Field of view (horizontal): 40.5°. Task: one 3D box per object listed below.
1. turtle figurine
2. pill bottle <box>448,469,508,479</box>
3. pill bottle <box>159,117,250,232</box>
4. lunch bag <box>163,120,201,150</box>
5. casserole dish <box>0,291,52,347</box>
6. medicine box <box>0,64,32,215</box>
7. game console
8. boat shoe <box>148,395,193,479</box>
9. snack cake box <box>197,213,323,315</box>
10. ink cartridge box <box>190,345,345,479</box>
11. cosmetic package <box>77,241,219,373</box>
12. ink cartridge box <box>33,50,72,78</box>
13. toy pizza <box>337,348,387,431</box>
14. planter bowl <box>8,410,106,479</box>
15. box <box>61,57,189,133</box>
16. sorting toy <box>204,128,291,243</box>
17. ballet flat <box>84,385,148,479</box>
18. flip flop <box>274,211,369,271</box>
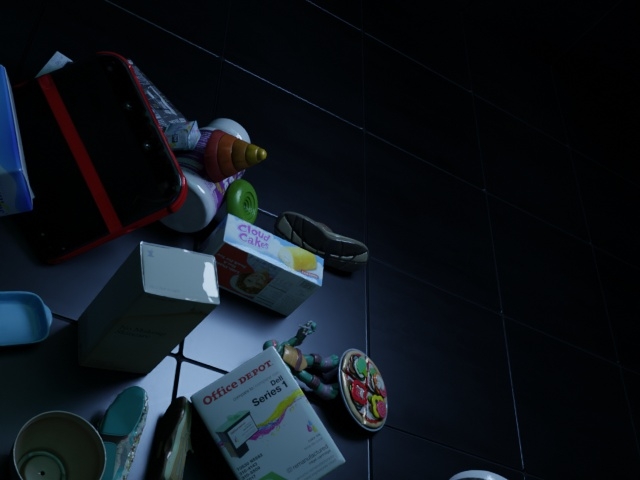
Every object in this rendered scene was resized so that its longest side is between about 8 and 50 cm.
[{"bbox_3d":[-0.052,0.269,1.968,0.234,0.118,0.175,36,57,-37],"label":"turtle figurine"},{"bbox_3d":[0.332,0.688,1.897,0.188,0.188,0.334,38,41,-9],"label":"pill bottle"},{"bbox_3d":[-0.280,-0.167,2.086,0.169,0.169,0.301,38,42,-9],"label":"pill bottle"},{"bbox_3d":[-0.324,-0.237,2.004,0.083,0.071,0.053,-74,156,-45],"label":"lunch bag"},{"bbox_3d":[-0.608,0.155,1.654,0.188,0.037,0.114,1,58,-41],"label":"casserole dish"},{"bbox_3d":[-0.723,-0.174,1.658,0.289,0.149,0.263,-12,63,-14],"label":"medicine box"},{"bbox_3d":[-0.500,-0.186,1.846,0.342,0.060,0.386,-26,86,-10],"label":"game console"},{"bbox_3d":[-0.283,0.404,1.715,0.072,0.068,0.190,36,50,-30],"label":"boat shoe"},{"bbox_3d":[-0.144,0.062,2.030,0.264,0.152,0.089,26,44,-23],"label":"snack cake box"},{"bbox_3d":[-0.109,0.384,1.758,0.201,0.117,0.278,-31,78,-11],"label":"ink cartridge box"},{"bbox_3d":[-0.340,0.139,1.682,0.160,0.309,0.113,12,52,-32],"label":"cosmetic package"},{"bbox_3d":[-0.641,-0.336,1.974,0.046,0.097,0.207,33,43,-15],"label":"ink cartridge box"},{"bbox_3d":[0.109,0.350,2.052,0.201,0.032,0.201,38,39,-39],"label":"toy pizza"},{"bbox_3d":[-0.472,0.394,1.520,0.162,0.109,0.162,22,47,-25],"label":"planter bowl"},{"bbox_3d":[-0.458,-0.316,2.048,0.242,0.076,0.307,47,19,-1],"label":"box"},{"bbox_3d":[-0.148,-0.100,2.028,0.127,0.126,0.365,-66,147,-43],"label":"sorting toy"},{"bbox_3d":[-0.382,0.388,1.630,0.091,0.077,0.241,7,48,9],"label":"ballet flat"},{"bbox_3d":[0.000,0.000,2.248,0.277,0.112,0.080,19,22,-25],"label":"flip flop"}]
